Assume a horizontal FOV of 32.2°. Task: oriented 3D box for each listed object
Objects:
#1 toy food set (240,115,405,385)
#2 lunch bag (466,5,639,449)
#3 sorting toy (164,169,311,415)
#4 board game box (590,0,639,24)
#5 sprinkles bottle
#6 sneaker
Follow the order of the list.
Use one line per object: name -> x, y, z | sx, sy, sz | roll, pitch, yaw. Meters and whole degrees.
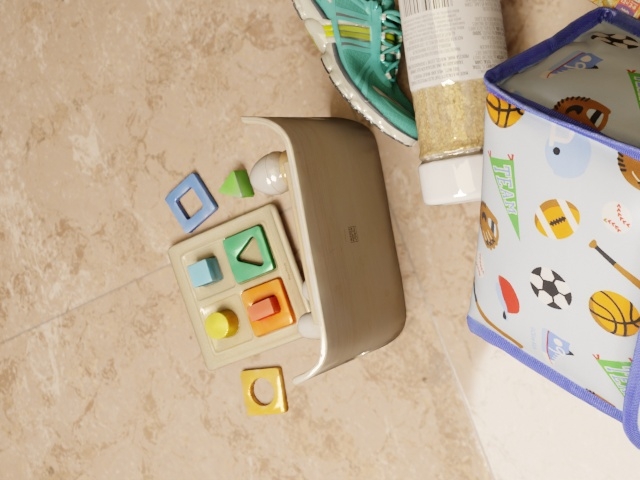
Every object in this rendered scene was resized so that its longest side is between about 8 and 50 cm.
toy food set -> 0.000, 0.000, 1.310 | 0.092, 0.219, 0.306 | -10, 90, 28
lunch bag -> 0.336, 0.016, 1.027 | 0.385, 0.239, 0.328 | 33, 142, 33
sorting toy -> -0.113, 0.067, 1.476 | 0.196, 0.047, 0.348 | -23, 84, 28
board game box -> 0.278, -0.287, 1.175 | 0.193, 0.147, 0.045 | 37, 111, 20
sprinkles bottle -> 0.154, -0.221, 1.262 | 0.121, 0.121, 0.355 | -7, 91, 29
sneaker -> 0.055, -0.240, 1.330 | 0.110, 0.107, 0.275 | -30, 80, 18
